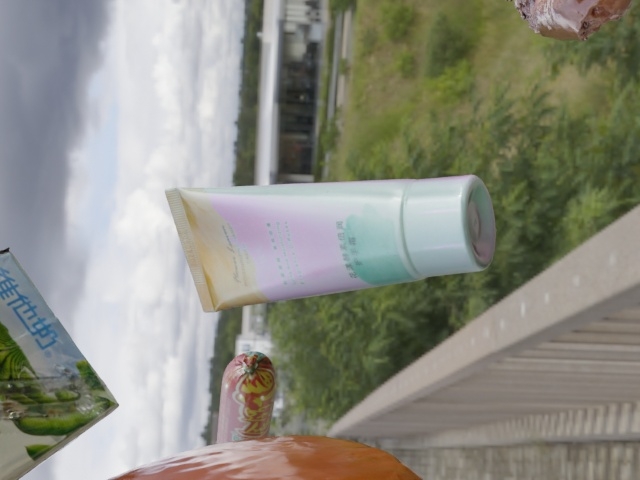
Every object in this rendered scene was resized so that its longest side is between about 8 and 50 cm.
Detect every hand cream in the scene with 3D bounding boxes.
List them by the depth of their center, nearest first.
[{"bbox_3d":[0.000,0.000,0.468,0.047,0.174,0.076,-41,-58,-56],"label":"hand cream"}]

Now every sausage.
[{"bbox_3d":[0.260,-0.256,0.962,0.326,0.079,0.087,-88,-5,-76],"label":"sausage"},{"bbox_3d":[-0.100,0.223,1.195,0.264,0.083,0.083,100,171,-50],"label":"sausage"}]

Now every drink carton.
[{"bbox_3d":[-0.358,0.161,0.779,0.194,0.132,0.324,55,-147,1],"label":"drink carton"}]

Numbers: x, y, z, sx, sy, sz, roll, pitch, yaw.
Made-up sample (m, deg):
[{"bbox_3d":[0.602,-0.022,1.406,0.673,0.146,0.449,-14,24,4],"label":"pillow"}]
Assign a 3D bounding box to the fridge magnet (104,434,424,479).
[{"bbox_3d":[-0.092,0.229,0.510,0.363,0.364,0.155,-110,0,-80],"label":"fridge magnet"}]
